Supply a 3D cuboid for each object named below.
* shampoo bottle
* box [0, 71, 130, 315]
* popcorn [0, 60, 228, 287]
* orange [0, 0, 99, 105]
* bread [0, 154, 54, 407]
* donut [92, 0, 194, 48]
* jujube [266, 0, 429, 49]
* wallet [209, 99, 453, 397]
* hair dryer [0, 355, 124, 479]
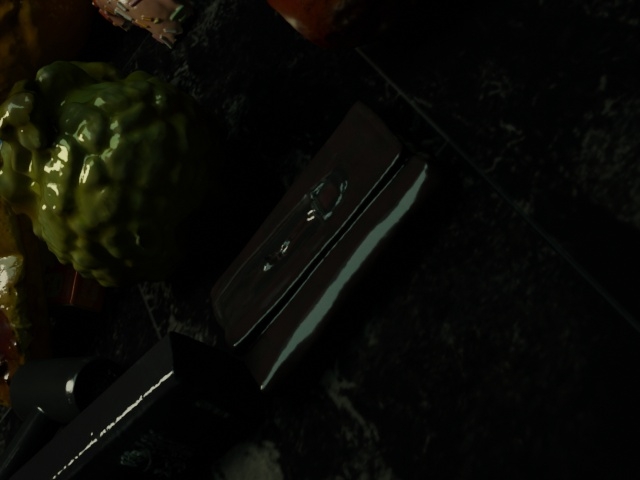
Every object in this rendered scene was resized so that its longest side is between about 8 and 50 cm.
[{"bbox_3d":[-0.187,0.199,1.046,0.309,0.098,0.071,-41,41,26],"label":"shampoo bottle"},{"bbox_3d":[-0.321,-0.045,1.409,0.265,0.048,0.273,-8,68,44],"label":"box"},{"bbox_3d":[-0.209,-0.078,1.166,0.206,0.251,0.237,-49,37,5],"label":"popcorn"},{"bbox_3d":[-0.457,-0.344,1.630,0.293,0.340,0.341,7,70,53],"label":"orange"},{"bbox_3d":[-0.340,0.038,1.279,0.139,0.077,0.271,9,106,46],"label":"bread"},{"bbox_3d":[-0.232,-0.297,1.494,0.065,0.117,0.166,-58,32,-8],"label":"donut"},{"bbox_3d":[0.054,-0.283,1.051,0.250,0.174,0.174,-53,33,14],"label":"jujube"},{"bbox_3d":[0.000,0.000,1.005,0.229,0.049,0.182,-52,30,8],"label":"wallet"},{"bbox_3d":[-0.282,0.218,1.146,0.128,0.070,0.255,-12,42,47],"label":"hair dryer"}]
